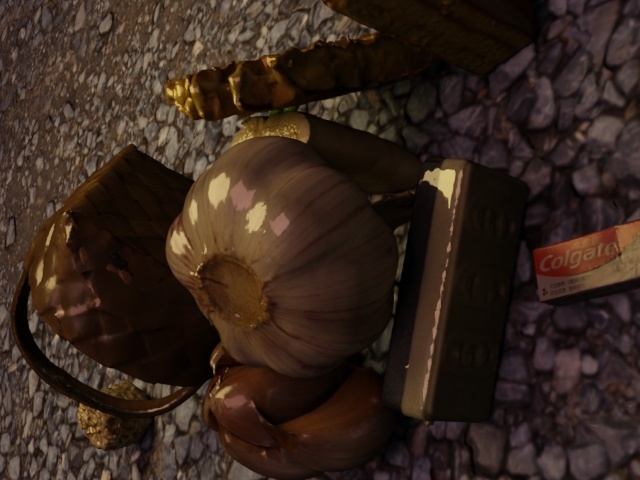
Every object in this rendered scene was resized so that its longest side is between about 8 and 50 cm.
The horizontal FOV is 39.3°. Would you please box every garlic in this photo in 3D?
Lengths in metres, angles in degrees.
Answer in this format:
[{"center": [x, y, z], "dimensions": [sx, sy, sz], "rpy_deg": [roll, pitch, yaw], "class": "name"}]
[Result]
[{"center": [-0.028, 0.189, 0.987], "dimensions": [0.214, 0.191, 0.160], "rpy_deg": [46, 143, 35], "class": "garlic"}, {"center": [0.000, 0.000, 0.899], "dimensions": [0.245, 0.253, 0.245], "rpy_deg": [28, 132, 36], "class": "garlic"}]

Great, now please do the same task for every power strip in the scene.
[{"center": [0.131, 0.055, 0.866], "dimensions": [0.070, 0.105, 0.257], "rpy_deg": [8, 87, 48], "class": "power strip"}]

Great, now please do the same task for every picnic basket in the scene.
[{"center": [-0.244, 0.090, 1.145], "dimensions": [0.337, 0.293, 0.337], "rpy_deg": [-58, 8, 13], "class": "picnic basket"}]

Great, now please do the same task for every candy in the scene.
[{"center": [-0.307, 0.263, 1.342], "dimensions": [0.095, 0.110, 0.085], "rpy_deg": [42, 112, 30], "class": "candy"}]

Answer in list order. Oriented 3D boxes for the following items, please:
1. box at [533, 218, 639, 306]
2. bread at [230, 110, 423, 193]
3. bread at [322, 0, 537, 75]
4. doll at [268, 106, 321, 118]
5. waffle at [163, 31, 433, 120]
[{"center": [0.279, 0.008, 0.751], "dimensions": [0.218, 0.039, 0.055], "rpy_deg": [-20, 66, 46], "class": "box"}, {"center": [0.009, -0.096, 0.999], "dimensions": [0.139, 0.178, 0.060], "rpy_deg": [0, 80, 48], "class": "bread"}, {"center": [0.097, -0.286, 0.904], "dimensions": [0.110, 0.234, 0.184], "rpy_deg": [-43, 48, 39], "class": "bread"}, {"center": [-0.033, -0.128, 1.162], "dimensions": [0.115, 0.050, 0.190], "rpy_deg": [-55, 41, 30], "class": "doll"}, {"center": [-0.019, -0.179, 0.973], "dimensions": [0.283, 0.309, 0.065], "rpy_deg": [-88, -16, -79], "class": "waffle"}]
